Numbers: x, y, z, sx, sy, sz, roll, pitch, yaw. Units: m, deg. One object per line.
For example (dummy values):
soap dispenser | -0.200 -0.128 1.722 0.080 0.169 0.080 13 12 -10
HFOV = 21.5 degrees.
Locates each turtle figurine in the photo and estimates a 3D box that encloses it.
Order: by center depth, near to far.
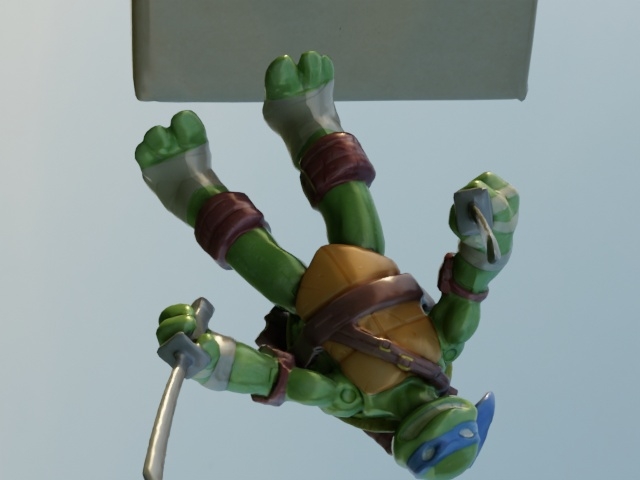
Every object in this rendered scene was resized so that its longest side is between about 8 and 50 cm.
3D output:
turtle figurine | 0.000 0.000 0.957 0.198 0.274 0.266 -47 -124 19

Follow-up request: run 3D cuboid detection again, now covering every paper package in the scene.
paper package | 0.013 -0.269 1.310 0.168 0.325 0.309 -100 -168 -53
